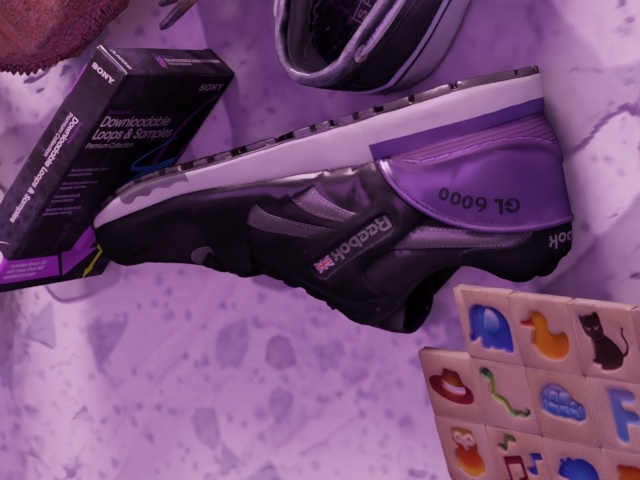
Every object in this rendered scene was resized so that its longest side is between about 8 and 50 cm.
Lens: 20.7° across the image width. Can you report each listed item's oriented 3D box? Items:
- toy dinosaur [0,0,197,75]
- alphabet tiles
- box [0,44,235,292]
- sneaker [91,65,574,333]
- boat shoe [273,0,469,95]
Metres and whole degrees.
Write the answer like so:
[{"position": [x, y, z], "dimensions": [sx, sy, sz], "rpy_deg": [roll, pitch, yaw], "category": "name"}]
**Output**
[{"position": [-0.137, -0.170, 1.013], "dimensions": [0.200, 0.127, 0.295], "rpy_deg": [47, 120, 11], "category": "toy dinosaur"}, {"position": [0.145, 0.119, 0.868], "dimensions": [0.237, 0.009, 0.198], "rpy_deg": [6, 117, 50], "category": "alphabet tiles"}, {"position": [-0.127, -0.042, 1.015], "dimensions": [0.029, 0.116, 0.162], "rpy_deg": [42, 113, 19], "category": "box"}, {"position": [0.000, 0.000, 0.957], "dimensions": [0.283, 0.107, 0.124], "rpy_deg": [-14, 93, 30], "category": "sneaker"}, {"position": [0.051, -0.217, 0.907], "dimensions": [0.108, 0.102, 0.301], "rpy_deg": [31, 109, 24], "category": "boat shoe"}]
